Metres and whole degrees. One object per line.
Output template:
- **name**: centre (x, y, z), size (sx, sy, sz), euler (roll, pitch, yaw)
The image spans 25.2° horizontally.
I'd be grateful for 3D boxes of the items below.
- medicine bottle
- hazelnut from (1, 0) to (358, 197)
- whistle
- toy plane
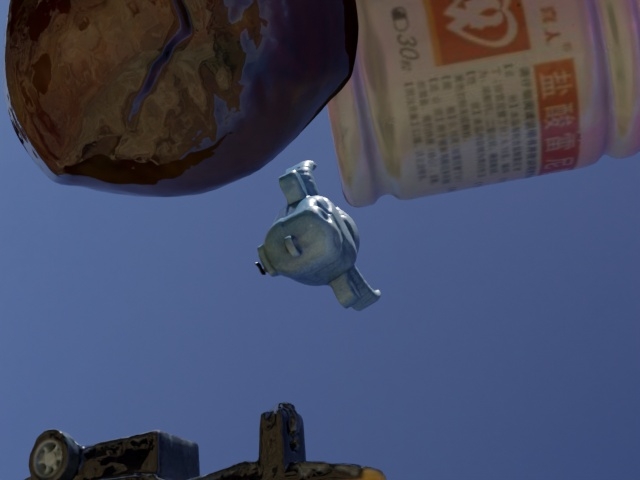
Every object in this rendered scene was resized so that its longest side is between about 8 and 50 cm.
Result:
- **medicine bottle**: centre (0.156, -0.149, 1.136), size (0.202, 0.316, 0.202), euler (-11, 90, -88)
- **hazelnut**: centre (-0.091, -0.137, 0.898), size (0.229, 0.229, 0.229), euler (4, -85, 54)
- **whistle**: centre (0.000, 0.000, 1.580), size (0.093, 0.269, 0.180), euler (-28, -92, 16)
- **toy plane**: centre (-0.100, 0.161, 0.918), size (0.316, 0.204, 0.103), euler (-23, -118, 26)
